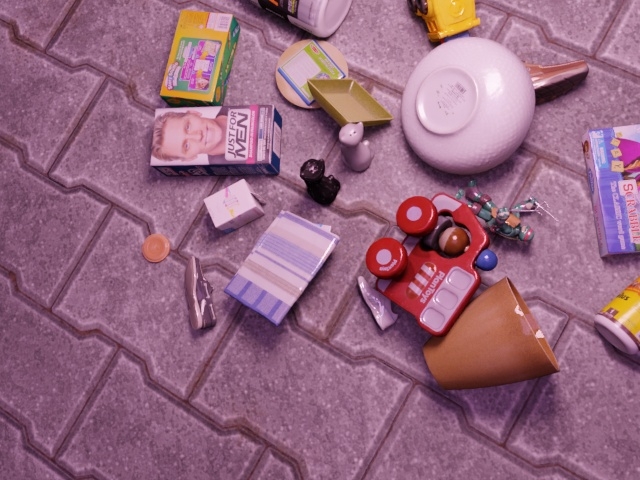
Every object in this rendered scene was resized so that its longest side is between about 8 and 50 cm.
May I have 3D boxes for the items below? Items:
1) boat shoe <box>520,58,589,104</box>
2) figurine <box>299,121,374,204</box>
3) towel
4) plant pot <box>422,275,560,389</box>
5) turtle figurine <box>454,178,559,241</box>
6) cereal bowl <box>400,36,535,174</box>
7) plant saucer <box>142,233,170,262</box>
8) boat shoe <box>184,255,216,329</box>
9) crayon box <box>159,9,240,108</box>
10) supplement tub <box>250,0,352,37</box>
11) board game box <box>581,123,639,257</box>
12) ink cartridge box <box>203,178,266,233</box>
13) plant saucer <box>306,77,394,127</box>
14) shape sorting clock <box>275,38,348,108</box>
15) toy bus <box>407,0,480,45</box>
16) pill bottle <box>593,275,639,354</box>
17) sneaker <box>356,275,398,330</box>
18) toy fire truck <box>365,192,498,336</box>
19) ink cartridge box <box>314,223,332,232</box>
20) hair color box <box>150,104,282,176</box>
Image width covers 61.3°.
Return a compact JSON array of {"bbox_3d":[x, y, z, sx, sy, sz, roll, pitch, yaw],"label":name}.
[{"bbox_3d":[0.519,-0.414,1.396,0.325,0.123,0.116,-15,76,6],"label":"boat shoe"},{"bbox_3d":[0.041,-0.205,1.395,0.215,0.209,0.092,-44,77,0],"label":"figurine"},{"bbox_3d":[-0.101,0.063,1.409,0.209,0.034,0.285,26,72,32],"label":"towel"},{"bbox_3d":[0.379,0.244,1.266,0.255,0.237,0.237,-29,76,19],"label":"plant pot"},{"bbox_3d":[0.453,-0.064,1.335,0.234,0.175,0.118,31,117,24],"label":"turtle figurine"},{"bbox_3d":[0.336,-0.333,1.328,0.339,0.141,0.338,2,94,39],"label":"cereal bowl"},{"bbox_3d":[-0.471,0.021,1.546,0.084,0.013,0.083,-2,81,9],"label":"plant saucer"},{"bbox_3d":[-0.328,0.143,1.487,0.065,0.075,0.205,1,70,-33],"label":"boat shoe"},{"bbox_3d":[-0.350,-0.526,1.585,0.166,0.081,0.278,10,82,12],"label":"crayon box"},{"bbox_3d":[-0.081,-0.721,1.516,0.316,0.193,0.193,31,87,14],"label":"supplement tub"},{"bbox_3d":[0.833,-0.130,1.316,0.319,0.066,0.318,-6,79,9],"label":"board game box"},{"bbox_3d":[-0.227,-0.096,1.484,0.143,0.092,0.089,-27,76,3],"label":"ink cartridge box"},{"bbox_3d":[0.074,-0.361,1.446,0.188,0.188,0.045,50,132,24],"label":"plant saucer"},{"bbox_3d":[-0.024,-0.474,1.539,0.207,0.040,0.206,0,85,5],"label":"shape sorting clock"},{"bbox_3d":[0.337,-0.596,1.444,0.150,0.220,0.211,-20,110,2],"label":"toy bus"},{"bbox_3d":[0.755,0.154,1.254,0.215,0.117,0.117,-42,76,0],"label":"pill bottle"},{"bbox_3d":[0.144,0.155,1.399,0.061,0.053,0.152,-29,83,-5],"label":"sneaker"},{"bbox_3d":[0.277,0.048,1.294,0.254,0.169,0.302,35,89,33],"label":"toy fire truck"},{"bbox_3d":[0.000,0.000,1.459,0.048,0.028,0.083,10,82,13],"label":"ink cartridge box"},{"bbox_3d":[-0.290,-0.278,1.520,0.348,0.105,0.173,0,80,11],"label":"hair color box"}]
